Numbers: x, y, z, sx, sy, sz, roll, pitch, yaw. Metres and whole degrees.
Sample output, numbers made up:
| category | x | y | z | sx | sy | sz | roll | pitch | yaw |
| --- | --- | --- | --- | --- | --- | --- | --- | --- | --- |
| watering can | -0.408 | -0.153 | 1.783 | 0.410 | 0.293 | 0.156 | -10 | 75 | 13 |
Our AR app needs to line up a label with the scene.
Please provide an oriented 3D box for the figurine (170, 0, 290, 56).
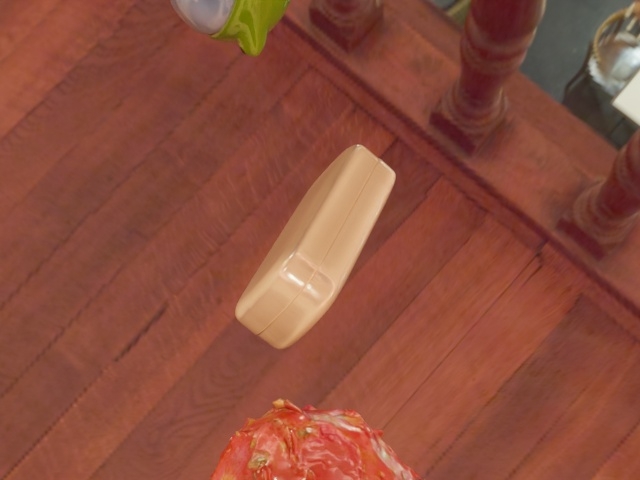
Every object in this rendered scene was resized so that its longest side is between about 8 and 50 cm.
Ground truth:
| category | x | y | z | sx | sy | sz | roll | pitch | yaw |
| --- | --- | --- | --- | --- | --- | --- | --- | --- | --- |
| figurine | -0.108 | -0.339 | 1.166 | 0.143 | 0.162 | 0.263 | -18 | 122 | -13 |

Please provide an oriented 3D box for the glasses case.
| category | x | y | z | sx | sy | sz | roll | pitch | yaw |
| --- | --- | --- | --- | --- | --- | --- | --- | --- | --- |
| glasses case | 0.000 | 0.000 | 0.775 | 0.050 | 0.083 | 0.196 | 37 | 39 | -6 |

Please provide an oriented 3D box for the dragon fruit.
| category | x | y | z | sx | sy | sz | roll | pitch | yaw |
| --- | --- | --- | --- | --- | --- | --- | --- | --- | --- |
| dragon fruit | 0.010 | 0.285 | 1.139 | 0.268 | 0.210 | 0.205 | 16 | 62 | -9 |
